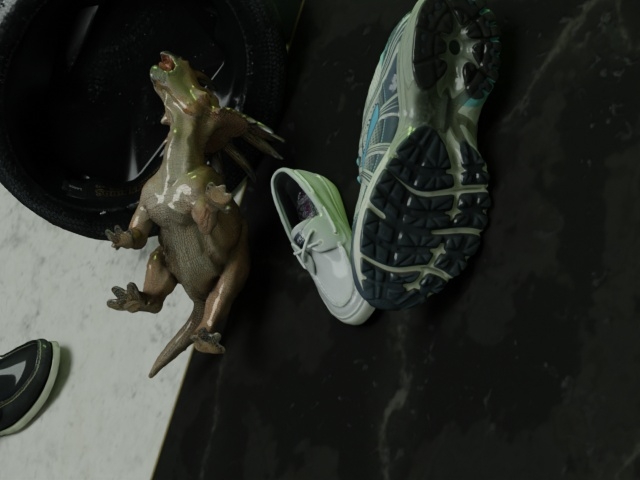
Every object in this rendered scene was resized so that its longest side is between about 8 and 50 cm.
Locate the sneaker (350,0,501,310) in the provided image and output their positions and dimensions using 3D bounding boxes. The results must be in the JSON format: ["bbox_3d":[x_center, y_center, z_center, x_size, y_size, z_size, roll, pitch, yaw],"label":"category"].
[{"bbox_3d":[0.083,-0.072,1.642,0.122,0.110,0.283,-17,56,67],"label":"sneaker"}]

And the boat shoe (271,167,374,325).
[{"bbox_3d":[0.000,0.000,1.717,0.066,0.063,0.184,-44,43,29],"label":"boat shoe"}]

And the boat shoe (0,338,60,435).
[{"bbox_3d":[-0.370,0.170,2.086,0.233,0.079,0.084,-31,49,37],"label":"boat shoe"}]

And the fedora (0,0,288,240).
[{"bbox_3d":[-0.191,-0.171,1.922,0.334,0.334,0.152,-58,8,14],"label":"fedora"}]

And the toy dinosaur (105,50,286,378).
[{"bbox_3d":[-0.108,-0.014,1.799,0.127,0.200,0.296,7,117,16],"label":"toy dinosaur"}]
